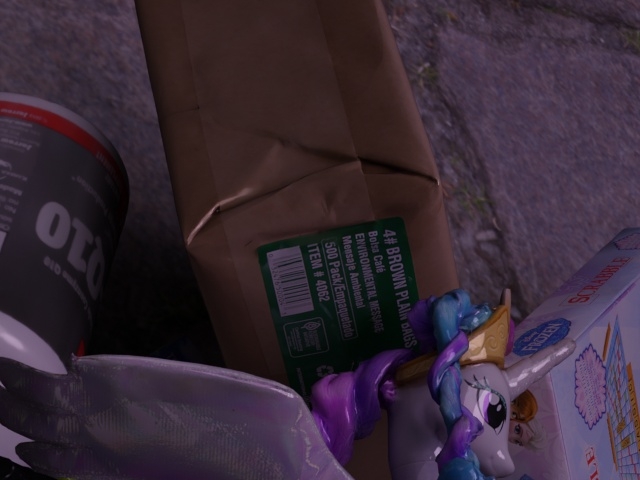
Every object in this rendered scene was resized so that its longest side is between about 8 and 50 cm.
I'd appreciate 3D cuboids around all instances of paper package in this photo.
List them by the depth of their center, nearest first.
[{"bbox_3d":[0.000,0.000,1.312,0.168,0.325,0.309,-15,43,-1],"label":"paper package"}]

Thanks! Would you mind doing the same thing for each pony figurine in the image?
[{"bbox_3d":[-0.006,0.201,1.070,0.351,0.303,0.363,-3,65,-4],"label":"pony figurine"}]

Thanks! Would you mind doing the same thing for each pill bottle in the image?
[{"bbox_3d":[-0.232,0.049,1.241,0.161,0.161,0.283,30,44,-20],"label":"pill bottle"}]

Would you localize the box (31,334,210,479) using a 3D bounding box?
[{"bbox_3d":[-0.130,0.151,1.343,0.109,0.042,0.178,53,39,3],"label":"box"}]

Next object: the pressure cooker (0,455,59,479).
[{"bbox_3d":[-0.240,0.330,0.836,0.370,0.420,0.375,16,16,-25],"label":"pressure cooker"}]

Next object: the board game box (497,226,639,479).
[{"bbox_3d":[0.243,0.187,1.497,0.318,0.066,0.318,-33,115,-55],"label":"board game box"}]
